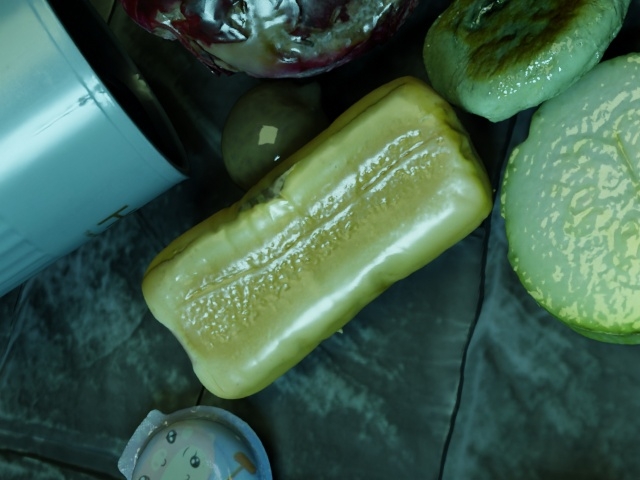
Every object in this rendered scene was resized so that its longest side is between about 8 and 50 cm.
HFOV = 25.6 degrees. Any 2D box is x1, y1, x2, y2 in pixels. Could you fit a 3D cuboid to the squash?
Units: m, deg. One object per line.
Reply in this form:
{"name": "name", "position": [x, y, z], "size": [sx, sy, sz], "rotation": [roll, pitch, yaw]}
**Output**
{"name": "squash", "position": [0.235, -0.029, 1.021], "size": [0.219, 0.041, 0.219], "rotation": [-11, 68, 30]}

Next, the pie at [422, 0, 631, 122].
{"name": "pie", "position": [0.158, -0.174, 1.100], "size": [0.187, 0.041, 0.187], "rotation": [-28, 41, 27]}

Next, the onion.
{"name": "onion", "position": [-0.034, -0.277, 1.203], "size": [0.314, 0.232, 0.314], "rotation": [-2, 73, 8]}

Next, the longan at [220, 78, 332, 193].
{"name": "longan", "position": [-0.033, -0.088, 1.192], "size": [0.113, 0.092, 0.113], "rotation": [-27, 50, 37]}

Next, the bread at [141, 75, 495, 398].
{"name": "bread", "position": [0.000, 0.000, 1.126], "size": [0.305, 0.091, 0.142], "rotation": [-36, 91, 17]}

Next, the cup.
{"name": "cup", "position": [-0.327, -0.101, 1.262], "size": [0.311, 0.257, 0.331], "rotation": [-34, 48, 4]}

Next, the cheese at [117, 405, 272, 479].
{"name": "cheese", "position": [-0.077, 0.217, 1.121], "size": [0.244, 0.052, 0.135], "rotation": [32, 91, 38]}
